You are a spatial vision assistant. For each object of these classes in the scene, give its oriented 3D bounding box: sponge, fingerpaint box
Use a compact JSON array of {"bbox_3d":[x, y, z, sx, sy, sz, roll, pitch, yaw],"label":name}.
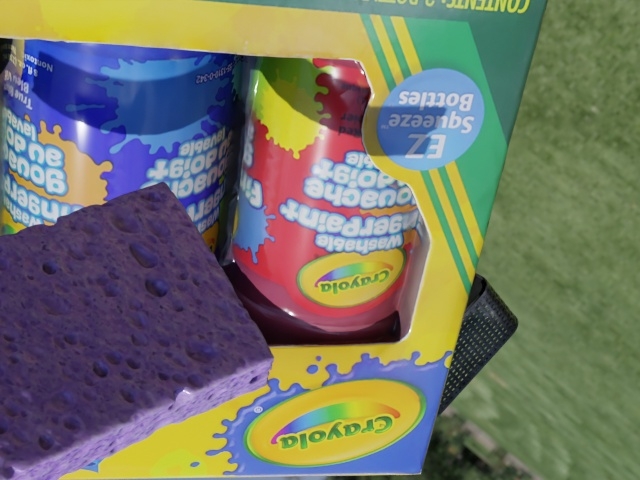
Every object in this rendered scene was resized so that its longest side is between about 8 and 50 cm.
[{"bbox_3d":[-0.138,0.054,0.533,0.117,0.210,0.031,56,151,23],"label":"sponge"},{"bbox_3d":[-0.126,-0.033,0.728,0.445,0.371,0.163,3,-148,-14],"label":"fingerpaint box"}]

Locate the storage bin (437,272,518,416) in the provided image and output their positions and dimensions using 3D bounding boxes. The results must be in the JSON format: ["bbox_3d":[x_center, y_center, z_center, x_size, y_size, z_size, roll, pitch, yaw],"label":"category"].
[{"bbox_3d":[0.146,0.124,1.485,0.084,0.180,0.122,47,171,-31],"label":"storage bin"}]
